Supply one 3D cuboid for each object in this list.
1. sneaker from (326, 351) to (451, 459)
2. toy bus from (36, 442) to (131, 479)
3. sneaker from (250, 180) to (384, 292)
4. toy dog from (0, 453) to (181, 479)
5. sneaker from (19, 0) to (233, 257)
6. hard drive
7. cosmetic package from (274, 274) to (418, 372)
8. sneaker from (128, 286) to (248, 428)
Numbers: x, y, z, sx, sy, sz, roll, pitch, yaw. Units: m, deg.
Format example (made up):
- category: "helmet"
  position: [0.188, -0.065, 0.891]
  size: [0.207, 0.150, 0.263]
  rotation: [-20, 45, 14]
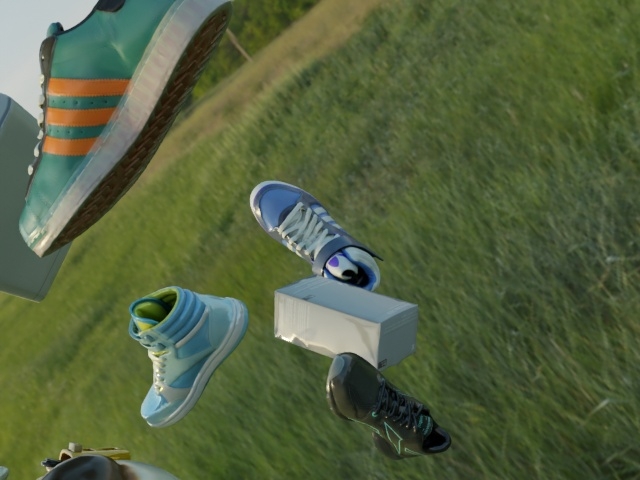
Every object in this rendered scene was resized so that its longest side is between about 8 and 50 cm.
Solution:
- category: "sneaker"
  position: [0.104, 0.244, 1.221]
  size: [0.106, 0.267, 0.101]
  rotation: [-2, 56, 36]
- category: "toy bus"
  position: [-0.463, 0.439, 1.573]
  size: [0.191, 0.104, 0.202]
  rotation: [1, -8, 10]
- category: "sneaker"
  position: [0.000, 0.001, 1.786]
  size: [0.130, 0.323, 0.236]
  rotation: [-49, 19, 0]
- category: "toy dog"
  position: [-0.280, 0.387, 0.861]
  size: [0.408, 0.284, 0.395]
  rotation: [-33, 30, 21]
- category: "sneaker"
  position: [-0.205, -0.125, 0.751]
  size: [0.302, 0.121, 0.108]
  rotation: [-53, -2, 18]
- category: "hard drive"
  position: [-0.428, -0.044, 1.171]
  size: [0.353, 0.047, 0.233]
  rotation: [71, -137, -78]
- category: "cosmetic package"
  position: [0.044, 0.145, 1.480]
  size: [0.238, 0.107, 0.127]
  rotation: [11, 19, 35]
- category: "sneaker"
  position: [-0.302, 0.211, 1.566]
  size: [0.319, 0.208, 0.127]
  rotation: [-55, 36, 15]
